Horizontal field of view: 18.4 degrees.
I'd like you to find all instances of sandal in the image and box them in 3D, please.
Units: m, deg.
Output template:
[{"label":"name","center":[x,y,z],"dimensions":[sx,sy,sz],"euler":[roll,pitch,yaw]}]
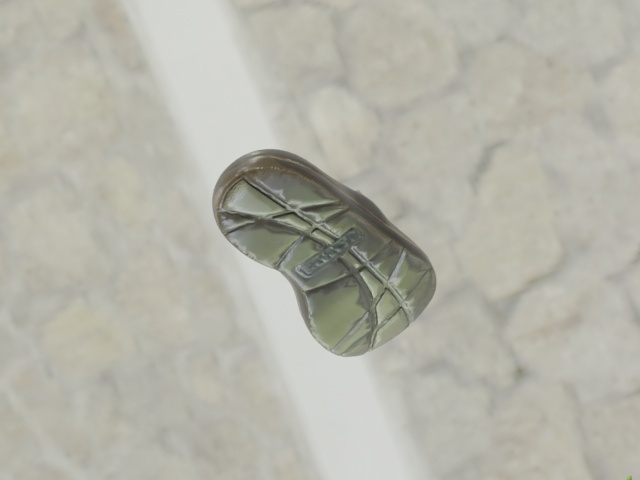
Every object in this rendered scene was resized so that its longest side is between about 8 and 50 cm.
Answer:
[{"label":"sandal","center":[0.000,0.000,1.199],"dimensions":[0.219,0.090,0.060],"euler":[40,-159,-48]}]

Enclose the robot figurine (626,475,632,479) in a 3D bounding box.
[{"label":"robot figurine","center":[0.130,0.172,0.962],"dimensions":[0.101,0.115,0.067],"euler":[44,-166,25]}]
